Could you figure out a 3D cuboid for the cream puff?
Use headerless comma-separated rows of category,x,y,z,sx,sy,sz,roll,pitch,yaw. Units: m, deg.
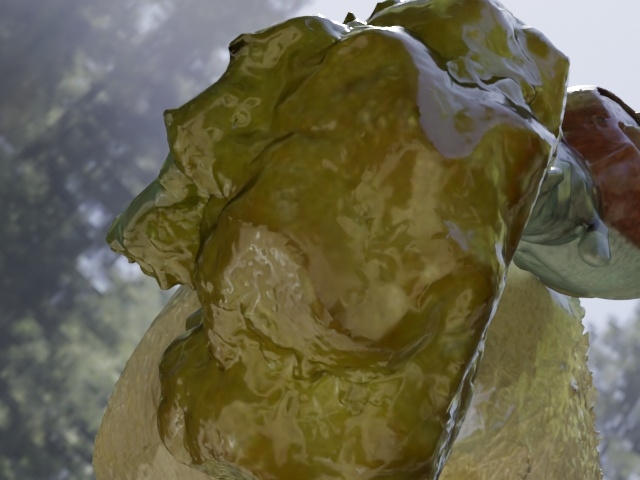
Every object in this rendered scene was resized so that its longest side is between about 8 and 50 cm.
cream puff,0.000,-0.001,0.910,0.185,0.282,0.282,16,-44,6

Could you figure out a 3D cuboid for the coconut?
coconut,0.024,0.161,1.376,0.346,0.360,0.346,17,-43,16

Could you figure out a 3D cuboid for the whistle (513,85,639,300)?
whistle,0.151,-0.033,1.222,0.134,0.346,0.142,-23,-102,20
